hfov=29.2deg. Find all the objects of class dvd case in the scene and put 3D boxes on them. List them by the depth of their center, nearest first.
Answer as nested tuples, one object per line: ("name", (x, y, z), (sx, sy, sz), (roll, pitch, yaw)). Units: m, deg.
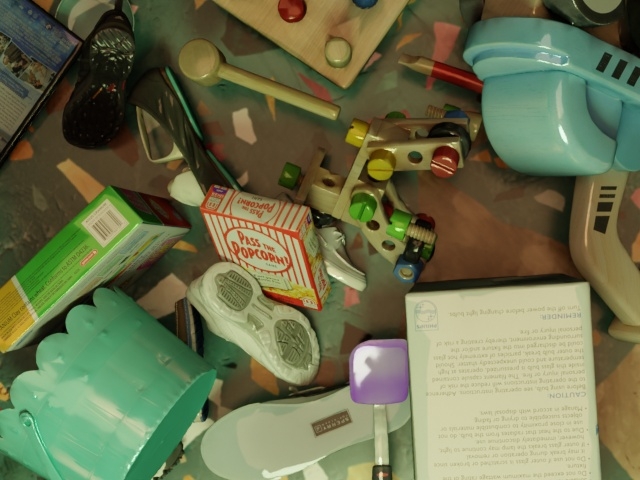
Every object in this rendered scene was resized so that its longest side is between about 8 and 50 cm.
("dvd case", (-0.484, -0.242, 1.804), (0.180, 0.022, 0.253), (38, 98, 4))

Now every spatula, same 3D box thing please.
("spatula", (0.082, 0.280, 1.666), (0.084, 0.030, 0.297), (-1, 91, -2))

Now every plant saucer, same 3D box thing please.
("plant saucer", (-0.330, -0.318, 1.804), (0.119, 0.021, 0.119), (0, 89, 4))

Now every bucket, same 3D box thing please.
("bucket", (-0.280, 0.219, 1.632), (0.183, 0.281, 0.281), (34, 92, 9))

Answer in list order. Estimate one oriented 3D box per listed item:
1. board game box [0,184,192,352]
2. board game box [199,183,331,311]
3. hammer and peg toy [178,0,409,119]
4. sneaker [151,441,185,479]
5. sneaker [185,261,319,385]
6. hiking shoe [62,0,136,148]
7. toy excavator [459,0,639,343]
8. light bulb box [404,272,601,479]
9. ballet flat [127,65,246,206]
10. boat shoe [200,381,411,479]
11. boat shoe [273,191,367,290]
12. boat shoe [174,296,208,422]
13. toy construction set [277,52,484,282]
("board game box", (-0.309, 0.038, 1.652), (0.242, 0.316, 0.064), (-43, 86, 3))
("board game box", (-0.072, 0.011, 1.684), (0.146, 0.193, 0.045), (14, 58, 21))
("hammer and peg toy", (-0.021, -0.334, 1.725), (0.266, 0.127, 0.361), (34, 90, 3))
("sneaker", (-0.309, 0.339, 1.769), (0.234, 0.078, 0.106), (-35, 90, 6))
("sneaker", (-0.097, 0.122, 1.756), (0.232, 0.115, 0.090), (47, 59, -17))
("hiking shoe", (-0.309, -0.233, 1.756), (0.086, 0.114, 0.227), (18, 130, -16))
("toy excavator", (0.357, -0.115, 1.627), (0.432, 0.222, 0.445), (18, 84, -31))
("light bulb box", (0.232, 0.231, 1.588), (0.225, 0.358, 0.361), (-4, 90, 7))
("ballet flat", (-0.189, -0.117, 1.759), (0.096, 0.095, 0.280), (-33, 78, 2))
("boat shoe", (-0.017, 0.257, 1.734), (0.306, 0.105, 0.113), (-23, 85, -1))
("boat shoe", (0.000, 0.000, 1.760), (0.184, 0.066, 0.063), (38, 93, 14))
("boat shoe", (-0.203, 0.173, 1.768), (0.066, 0.066, 0.183), (-4, 89, 6))
("toy construction set", (0.079, -0.121, 1.676), (0.237, 0.257, 0.309), (21, 69, 7))
